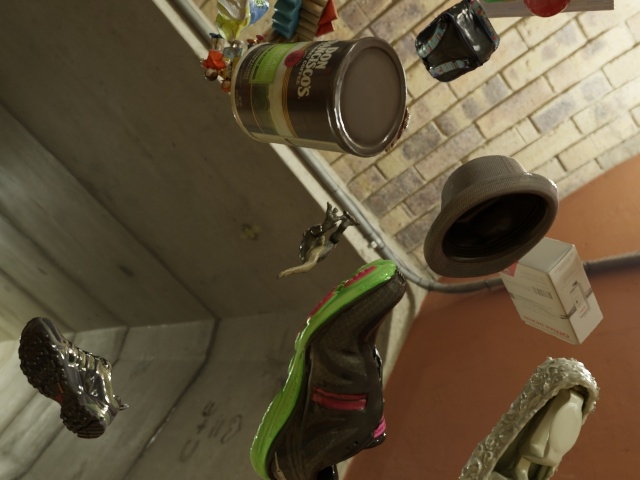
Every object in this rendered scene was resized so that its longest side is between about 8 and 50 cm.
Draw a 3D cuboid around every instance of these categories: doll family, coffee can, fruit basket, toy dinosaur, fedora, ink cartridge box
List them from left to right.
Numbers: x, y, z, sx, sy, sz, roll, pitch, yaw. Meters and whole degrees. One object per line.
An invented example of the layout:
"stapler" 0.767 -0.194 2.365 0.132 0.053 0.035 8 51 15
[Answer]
"doll family" -0.225 -0.512 1.578 0.262 0.118 0.163 11 -87 23
"coffee can" -0.008 -0.271 1.002 0.275 0.202 0.201 16 -121 42
"toy dinosaur" 0.000 0.000 0.841 0.118 0.064 0.268 -48 -179 9
"fedora" 0.303 -0.056 0.992 0.243 0.275 0.124 -4 -126 -8
"fruit basket" 0.535 -0.642 1.292 0.327 0.353 0.166 9 -85 30
"ink cartridge box" 0.623 0.127 1.470 0.117 0.283 0.207 -41 -152 -13

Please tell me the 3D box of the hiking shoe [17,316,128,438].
"hiking shoe" -0.427 0.227 0.921 0.086 0.227 0.114 -27 -174 14

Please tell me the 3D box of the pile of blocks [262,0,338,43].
"pile of blocks" -0.036 -0.439 1.120 0.149 0.112 0.362 -55 172 -37

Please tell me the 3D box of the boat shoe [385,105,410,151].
"boat shoe" 0.242 -0.384 1.755 0.123 0.123 0.342 -26 173 6

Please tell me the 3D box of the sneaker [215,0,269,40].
"sneaker" -0.175 -0.561 1.233 0.126 0.091 0.240 -42 -169 -17

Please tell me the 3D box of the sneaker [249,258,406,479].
"sneaker" 0.044 0.242 0.907 0.185 0.202 0.483 -36 151 -62

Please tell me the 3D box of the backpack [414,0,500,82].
"backpack" 0.321 -0.475 1.289 0.117 0.158 0.173 -42 -169 -20

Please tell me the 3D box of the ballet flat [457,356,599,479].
"ballet flat" 0.370 0.396 0.967 0.409 0.147 0.147 -60 -158 0
